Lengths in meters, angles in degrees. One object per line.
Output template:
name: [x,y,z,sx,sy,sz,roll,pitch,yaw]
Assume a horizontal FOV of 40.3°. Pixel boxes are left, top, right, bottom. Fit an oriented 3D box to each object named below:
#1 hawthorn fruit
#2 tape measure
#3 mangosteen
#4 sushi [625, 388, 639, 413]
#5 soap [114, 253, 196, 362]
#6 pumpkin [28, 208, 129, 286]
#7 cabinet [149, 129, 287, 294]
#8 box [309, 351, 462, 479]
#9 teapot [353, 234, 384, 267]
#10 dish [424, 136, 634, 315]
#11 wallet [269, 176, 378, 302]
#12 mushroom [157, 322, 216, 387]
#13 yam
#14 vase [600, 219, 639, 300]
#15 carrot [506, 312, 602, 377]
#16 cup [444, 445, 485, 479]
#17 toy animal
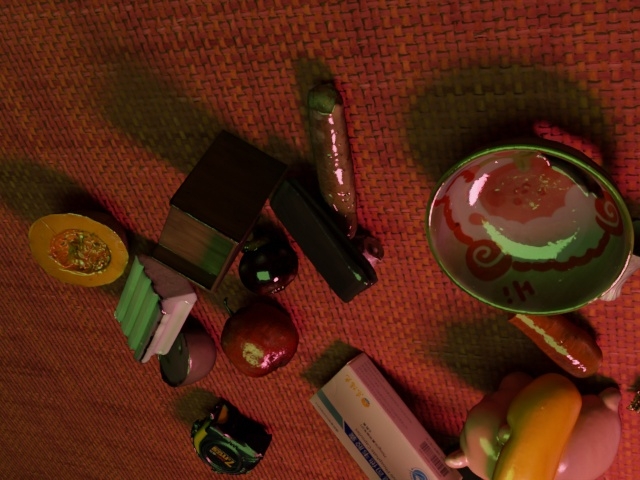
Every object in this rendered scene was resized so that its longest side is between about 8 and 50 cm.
hawthorn fruit: [-0.144,0.198,1.873,0.194,0.157,0.157,46,136,-6]
tape measure: [-0.241,0.519,2.270,0.199,0.112,0.186,38,130,-5]
mangosteen: [-0.109,0.039,1.726,0.140,0.140,0.140,14,137,14]
sushi: [0.626,0.294,1.651,0.060,0.061,0.118,36,118,2]
soap: [-0.371,0.149,1.942,0.150,0.094,0.261,59,143,21]
pumpkin: [-0.509,-0.003,1.896,0.217,0.110,0.217,6,128,7]
cabinet: [-0.190,-0.055,1.592,0.148,0.215,0.175,30,139,-2]
box: [0.138,0.434,1.927,0.343,0.065,0.200,51,138,11]
teapot: [0.080,0.021,1.653,0.064,0.064,0.083,-43,74,39]
dish: [0.339,-0.041,1.411,0.324,0.124,0.324,12,128,15]
wallet: [0.000,0.000,1.595,0.245,0.052,0.168,52,158,2]
mushroom: [-0.308,0.272,2.055,0.117,0.141,0.188,8,153,-33]
yam: [0.023,-0.129,1.519,0.071,0.067,0.317,8,136,17]
vase: [0.499,0.041,1.445,0.081,0.081,0.149,24,141,3]
carrot: [0.434,0.175,1.604,0.193,0.087,0.087,39,137,-11]
cup: [0.332,0.623,1.932,0.256,0.311,0.331,-6,128,31]
toy animal: [0.412,0.354,1.718,0.246,0.345,0.278,26,129,54]
